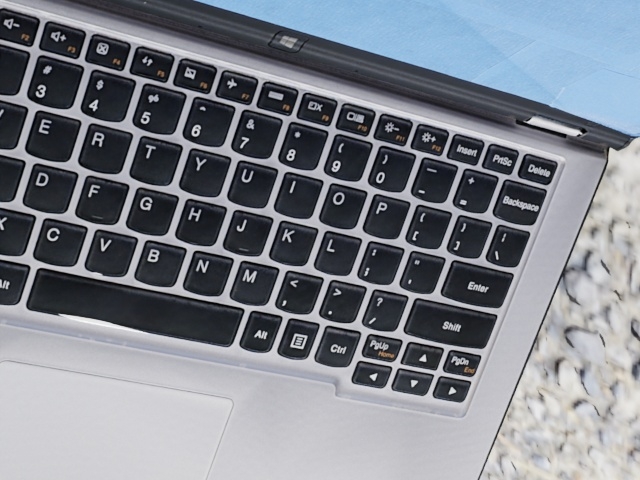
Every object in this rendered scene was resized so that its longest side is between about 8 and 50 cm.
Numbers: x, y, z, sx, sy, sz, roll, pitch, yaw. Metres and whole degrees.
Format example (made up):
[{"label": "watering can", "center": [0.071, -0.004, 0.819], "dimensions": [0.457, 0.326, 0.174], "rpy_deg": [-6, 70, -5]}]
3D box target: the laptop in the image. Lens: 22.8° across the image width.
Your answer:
[{"label": "laptop", "center": [0.000, 0.000, 0.612], "dimensions": [0.382, 0.408, 0.236], "rpy_deg": [13, -165, -27]}]
